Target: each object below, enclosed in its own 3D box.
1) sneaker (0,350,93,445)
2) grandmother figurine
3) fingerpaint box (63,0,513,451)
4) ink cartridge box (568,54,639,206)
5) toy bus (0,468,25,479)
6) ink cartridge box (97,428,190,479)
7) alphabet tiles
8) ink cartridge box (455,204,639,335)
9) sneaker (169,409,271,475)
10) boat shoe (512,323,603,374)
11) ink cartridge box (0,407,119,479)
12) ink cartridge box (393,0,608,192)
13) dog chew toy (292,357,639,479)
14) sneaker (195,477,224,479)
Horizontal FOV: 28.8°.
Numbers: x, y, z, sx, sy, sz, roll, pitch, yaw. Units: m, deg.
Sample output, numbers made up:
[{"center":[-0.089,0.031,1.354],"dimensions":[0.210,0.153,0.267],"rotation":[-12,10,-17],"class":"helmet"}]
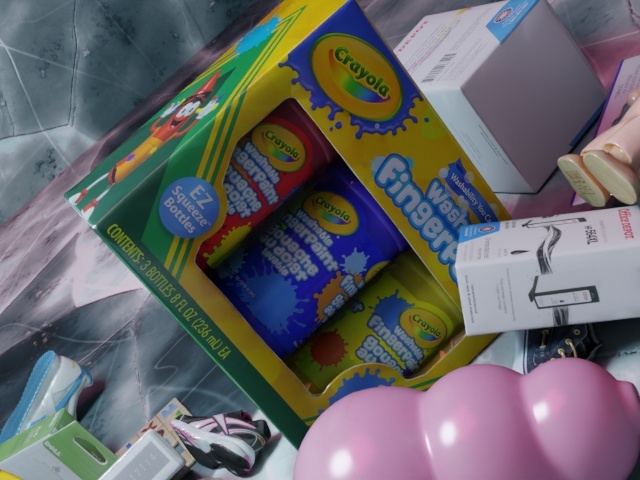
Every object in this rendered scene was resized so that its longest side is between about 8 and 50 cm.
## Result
[{"center":[-0.457,0.300,2.041],"dimensions":[0.229,0.092,0.087],"rotation":[-62,28,-3],"class":"sneaker"},{"center":[0.420,-0.178,1.419],"dimensions":[0.342,0.104,0.208],"rotation":[-43,19,-12],"class":"grandmother figurine"},{"center":[0.000,0.000,1.435],"dimensions":[0.371,0.445,0.163],"rotation":[-42,26,-7],"class":"fingerpaint box"},{"center":[0.477,-0.156,1.493],"dimensions":[0.307,0.072,0.303],"rotation":[-19,31,43],"class":"ink cartridge box"},{"center":[-0.471,0.401,1.663],"dimensions":[0.220,0.211,0.149],"rotation":[-56,-1,-31],"class":"toy bus"},{"center":[-0.289,0.364,1.546],"dimensions":[0.296,0.066,0.261],"rotation":[-45,-4,-12],"class":"ink cartridge box"},{"center":[-0.266,0.336,1.779],"dimensions":[0.237,0.009,0.198],"rotation":[-43,23,-10],"class":"alphabet tiles"},{"center":[0.253,0.030,1.334],"dimensions":[0.203,0.086,0.148],"rotation":[-8,16,11],"class":"ink cartridge box"},{"center":[-0.126,0.259,1.654],"dimensions":[0.077,0.072,0.178],"rotation":[-42,31,-28],"class":"sneaker"},{"center":[0.251,0.129,1.307],"dimensions":[0.083,0.065,0.183],"rotation":[-28,25,22],"class":"boat shoe"},{"center":[-0.383,0.319,1.840],"dimensions":[0.209,0.109,0.062],"rotation":[-31,23,29],"class":"ink cartridge box"},{"center":[0.224,-0.203,1.784],"dimensions":[0.198,0.197,0.270],"rotation":[-49,25,-19],"class":"ink cartridge box"},{"center":[0.143,0.209,1.170],"dimensions":[0.332,0.206,0.206],"rotation":[-24,26,16],"class":"dog chew toy"},{"center":[-0.226,0.393,1.481],"dimensions":[0.305,0.114,0.152],"rotation":[-45,20,-17],"class":"sneaker"}]
